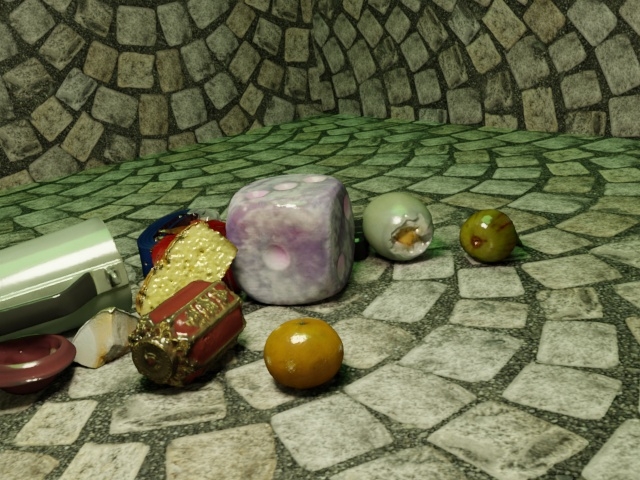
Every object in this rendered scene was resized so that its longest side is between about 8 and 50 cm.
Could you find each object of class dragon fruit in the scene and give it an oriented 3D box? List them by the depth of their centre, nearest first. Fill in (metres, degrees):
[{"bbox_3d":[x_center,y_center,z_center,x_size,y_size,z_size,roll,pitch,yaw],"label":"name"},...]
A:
[{"bbox_3d":[-0.314,0.028,1.891,0.282,0.100,0.343,6,36,1],"label":"dragon fruit"}]

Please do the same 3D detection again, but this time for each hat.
[{"bbox_3d":[-0.607,0.264,1.494,0.205,0.089,0.205,-2,16,1],"label":"hat"}]

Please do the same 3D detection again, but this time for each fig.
[{"bbox_3d":[0.455,-0.023,1.876,0.186,0.148,0.142,-38,-10,-31],"label":"fig"}]

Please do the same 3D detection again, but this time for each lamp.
[{"bbox_3d":[-0.269,0.187,1.492,0.177,0.177,0.274,2,19,24],"label":"lamp"}]

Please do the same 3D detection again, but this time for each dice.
[{"bbox_3d":[-0.067,-0.009,1.816,0.270,0.270,0.271,-1,21,16],"label":"dice"}]

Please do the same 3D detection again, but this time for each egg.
[{"bbox_3d":[0.204,-0.045,1.963,0.183,0.183,0.217,-11,28,-11],"label":"egg"}]

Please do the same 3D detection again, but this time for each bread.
[{"bbox_3d":[-0.321,0.086,1.701,0.160,0.261,0.147,28,-11,-13],"label":"bread"}]

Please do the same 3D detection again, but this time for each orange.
[{"bbox_3d":[-0.033,0.212,1.389,0.156,0.124,0.156,-8,22,3],"label":"orange"}]

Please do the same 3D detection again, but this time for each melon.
[{"bbox_3d":[-0.456,0.203,1.595,0.202,0.139,0.093,-19,45,-39],"label":"melon"}]

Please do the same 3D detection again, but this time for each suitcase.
[{"bbox_3d":[0.000,0.001,2.084,0.285,0.066,0.206,-3,19,12],"label":"suitcase"}]

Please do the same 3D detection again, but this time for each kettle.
[{"bbox_3d":[-0.645,0.125,1.674,0.376,0.250,0.361,-20,20,-27],"label":"kettle"}]

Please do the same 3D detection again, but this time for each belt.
[{"bbox_3d":[-0.409,0.005,2.133,0.212,0.117,0.347,-3,20,13],"label":"belt"}]
